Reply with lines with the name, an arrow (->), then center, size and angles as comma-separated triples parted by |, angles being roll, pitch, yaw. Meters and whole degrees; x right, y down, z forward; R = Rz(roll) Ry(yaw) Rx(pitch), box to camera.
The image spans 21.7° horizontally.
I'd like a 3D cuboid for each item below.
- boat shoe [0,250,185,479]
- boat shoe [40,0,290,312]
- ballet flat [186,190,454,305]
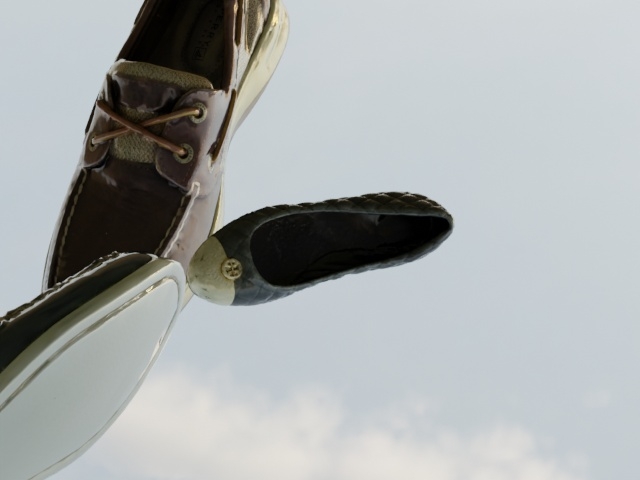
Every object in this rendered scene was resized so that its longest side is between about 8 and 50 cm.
boat shoe -> -0.162, 0.082, 0.723 | 0.079, 0.095, 0.254 | 29, -120, 27
boat shoe -> -0.118, -0.083, 1.171 | 0.123, 0.123, 0.342 | 12, -119, 20
ballet flat -> 0.000, 0.000, 1.018 | 0.173, 0.057, 0.049 | -15, -178, -21
